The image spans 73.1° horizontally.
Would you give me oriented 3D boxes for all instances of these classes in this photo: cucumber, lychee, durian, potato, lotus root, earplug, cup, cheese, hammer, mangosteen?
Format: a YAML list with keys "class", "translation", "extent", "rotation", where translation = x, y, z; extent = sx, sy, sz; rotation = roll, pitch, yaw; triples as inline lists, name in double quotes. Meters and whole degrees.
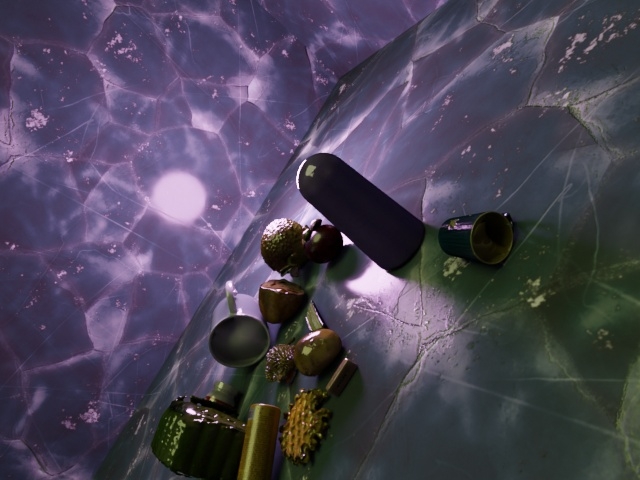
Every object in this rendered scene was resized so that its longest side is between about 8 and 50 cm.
- class: "cucumber"
  translation: [-0.016, 0.307, 1.641]
  extent: [0.070, 0.046, 0.220]
  rotation: [-54, 20, 7]
- class: "lychee"
  translation: [-0.163, 0.031, 2.053]
  extent: [0.319, 0.270, 0.270]
  rotation: [26, 81, 49]
- class: "durian"
  translation: [-0.159, 0.462, 1.607]
  extent: [0.146, 0.102, 0.208]
  rotation: [-44, 14, 12]
- class: "potato"
  translation: [-0.014, 0.370, 1.439]
  extent: [0.176, 0.137, 0.137]
  rotation: [-53, 22, -1]
- class: "lotus root"
  translation: [-0.170, 0.277, 1.889]
  extent: [0.188, 0.199, 0.180]
  rotation: [-12, -68, -68]
- class: "earplug"
  translation: [0.116, -0.112, 1.423]
  extent: [0.215, 0.455, 0.215]
  rotation: [-43, 22, 22]
- class: "cup"
  translation: [-0.376, 0.345, 1.940]
  extent: [0.259, 0.357, 0.274]
  rotation: [-12, 18, -9]
- class: "cup"
  translation: [0.415, -0.018, 1.140]
  extent: [0.176, 0.131, 0.155]
  rotation: [-30, 11, -18]
- class: "cheese"
  translation: [-0.098, 0.483, 1.590]
  extent: [0.111, 0.017, 0.047]
  rotation: [-58, 25, -9]
- class: "hammer"
  translation: [-0.167, 0.452, 1.777]
  extent: [0.182, 0.017, 0.062]
  rotation: [-42, 25, 26]
- class: "mangosteen"
  translation: [0.000, 0.000, 1.849]
  extent: [0.200, 0.199, 0.200]
  rotation: [-44, 24, 26]

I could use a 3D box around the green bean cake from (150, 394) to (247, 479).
- class: "green bean cake"
  translation: [-0.381, 0.681, 1.490]
  extent: [0.319, 0.335, 0.218]
  rotation: [-14, 55, 55]

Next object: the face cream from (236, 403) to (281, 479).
- class: "face cream"
  translation: [-0.198, 0.697, 1.330]
  extent: [0.105, 0.104, 0.349]
  rotation: [-32, 41, 44]

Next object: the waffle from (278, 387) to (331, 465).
- class: "waffle"
  translation: [-0.056, 0.568, 1.340]
  extent: [0.231, 0.051, 0.229]
  rotation: [-20, 44, 56]

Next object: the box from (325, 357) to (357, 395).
- class: "box"
  translation: [0.065, 0.415, 1.311]
  extent: [0.115, 0.048, 0.025]
  rotation: [-55, 18, -3]

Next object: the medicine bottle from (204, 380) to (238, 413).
- class: "medicine bottle"
  translation: [-0.440, 0.724, 1.791]
  extent: [0.131, 0.131, 0.250]
  rotation: [-22, 39, 54]
